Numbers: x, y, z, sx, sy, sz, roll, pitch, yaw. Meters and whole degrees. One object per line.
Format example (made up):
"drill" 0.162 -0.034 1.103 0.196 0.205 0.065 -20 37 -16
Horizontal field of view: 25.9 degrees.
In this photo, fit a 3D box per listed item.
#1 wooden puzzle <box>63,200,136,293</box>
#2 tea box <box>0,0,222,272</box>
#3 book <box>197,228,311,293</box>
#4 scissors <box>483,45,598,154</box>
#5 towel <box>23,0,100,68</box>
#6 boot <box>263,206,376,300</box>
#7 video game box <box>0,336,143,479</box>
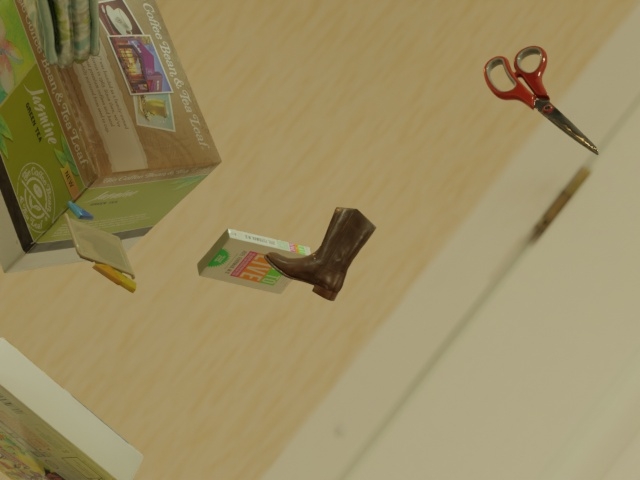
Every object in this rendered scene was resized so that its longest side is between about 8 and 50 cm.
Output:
"wooden puzzle" -0.216 0.008 1.353 0.078 0.014 0.116 31 18 -29
"tea box" -0.360 -0.172 2.035 0.220 0.323 0.329 -9 69 -42
"book" -0.099 0.029 2.088 0.144 0.096 0.035 13 47 -31
"scissors" 0.343 -0.209 2.199 0.021 0.109 0.297 60 8 -46
"towel" -0.339 -0.435 1.685 0.374 0.090 0.320 101 -24 -56
"boot" 0.000 0.000 1.667 0.106 0.114 0.037 28 13 8
"video game box" -0.306 0.178 1.390 0.187 0.048 0.205 -11 -47 42
